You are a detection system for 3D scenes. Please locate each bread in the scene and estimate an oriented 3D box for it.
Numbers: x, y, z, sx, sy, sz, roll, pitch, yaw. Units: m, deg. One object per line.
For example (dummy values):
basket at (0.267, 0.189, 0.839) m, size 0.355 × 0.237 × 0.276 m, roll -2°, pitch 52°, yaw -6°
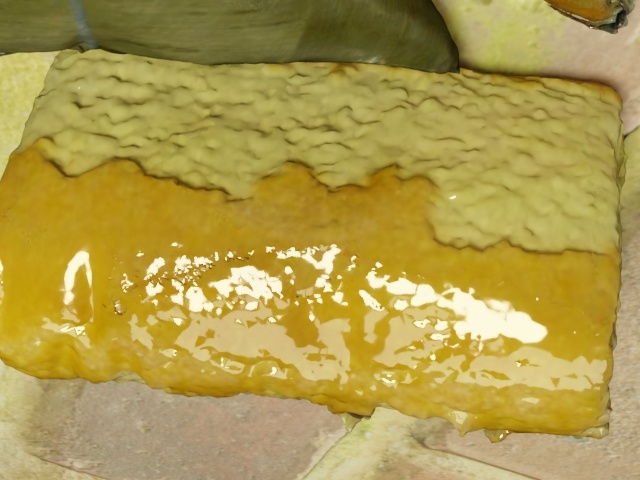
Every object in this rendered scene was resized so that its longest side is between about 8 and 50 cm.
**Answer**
bread at (0.000, 0.000, 0.731) m, size 0.376 × 0.236 × 0.165 m, roll 5°, pitch 145°, yaw 5°

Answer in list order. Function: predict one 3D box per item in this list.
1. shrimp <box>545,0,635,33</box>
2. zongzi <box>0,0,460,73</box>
shrimp at (0.160, -0.175, 0.624) m, size 0.161 × 0.049 × 0.166 m, roll -13°, pitch 139°, yaw 31°
zongzi at (-0.047, -0.222, 0.526) m, size 0.393 × 0.174 × 0.356 m, roll 5°, pitch 142°, yaw -20°
